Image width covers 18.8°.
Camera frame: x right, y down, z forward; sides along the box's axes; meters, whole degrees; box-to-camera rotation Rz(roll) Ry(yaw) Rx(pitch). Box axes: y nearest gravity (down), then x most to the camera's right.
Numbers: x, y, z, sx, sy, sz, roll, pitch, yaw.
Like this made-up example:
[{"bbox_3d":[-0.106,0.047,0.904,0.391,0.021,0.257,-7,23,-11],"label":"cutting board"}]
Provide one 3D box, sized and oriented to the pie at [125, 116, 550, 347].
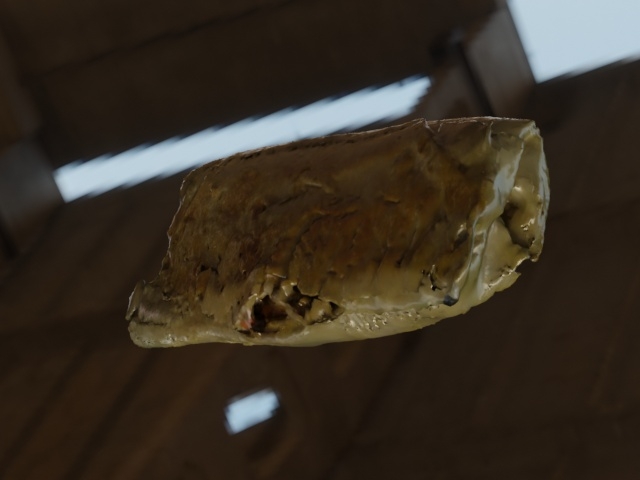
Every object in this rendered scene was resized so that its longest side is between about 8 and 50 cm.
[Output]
[{"bbox_3d":[0.000,0.000,0.965,0.282,0.068,0.129,-5,-123,49],"label":"pie"}]
